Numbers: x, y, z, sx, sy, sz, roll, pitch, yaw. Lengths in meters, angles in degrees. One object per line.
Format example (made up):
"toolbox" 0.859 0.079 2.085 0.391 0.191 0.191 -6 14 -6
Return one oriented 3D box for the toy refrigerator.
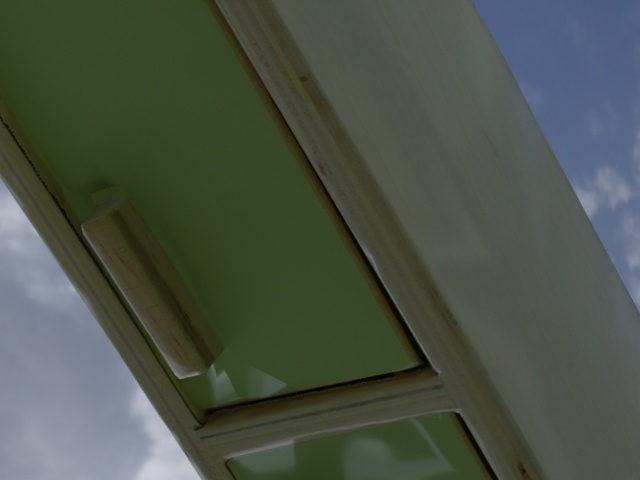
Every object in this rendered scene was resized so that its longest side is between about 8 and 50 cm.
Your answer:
"toy refrigerator" 0.000 0.000 0.447 0.102 0.094 0.269 -16 -65 34
